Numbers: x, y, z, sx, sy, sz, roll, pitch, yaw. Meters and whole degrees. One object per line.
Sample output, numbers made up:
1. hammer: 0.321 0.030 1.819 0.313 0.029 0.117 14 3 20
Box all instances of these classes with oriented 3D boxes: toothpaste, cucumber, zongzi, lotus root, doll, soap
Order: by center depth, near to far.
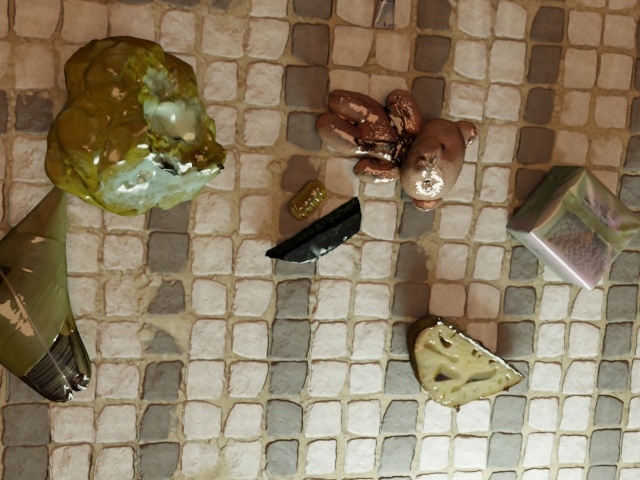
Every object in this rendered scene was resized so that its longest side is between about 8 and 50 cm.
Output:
1. zongzi: -0.465 0.095 1.572 0.317 0.154 0.289 -48 115 -9
2. doll: 0.143 -0.186 1.682 0.303 0.156 0.201 22 99 -13
3. toothpaste: 0.131 -0.494 1.692 0.045 0.028 0.170 1 100 -22
4. cucumber: 0.000 0.000 1.729 0.220 0.046 0.070 -31 113 -9
5. soap: 0.521 -0.029 1.810 0.199 0.138 0.182 40 86 -17
6. lotus root: 0.282 0.264 1.828 0.261 0.074 0.170 41 88 -18

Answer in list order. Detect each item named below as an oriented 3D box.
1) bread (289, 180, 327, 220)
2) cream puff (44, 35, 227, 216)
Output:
1. bread: -0.023 -0.078 1.714 0.088 0.034 0.049 -44 112 -5
2. cream puff: -0.338 -0.194 1.514 0.274 0.323 0.270 -30 65 20
